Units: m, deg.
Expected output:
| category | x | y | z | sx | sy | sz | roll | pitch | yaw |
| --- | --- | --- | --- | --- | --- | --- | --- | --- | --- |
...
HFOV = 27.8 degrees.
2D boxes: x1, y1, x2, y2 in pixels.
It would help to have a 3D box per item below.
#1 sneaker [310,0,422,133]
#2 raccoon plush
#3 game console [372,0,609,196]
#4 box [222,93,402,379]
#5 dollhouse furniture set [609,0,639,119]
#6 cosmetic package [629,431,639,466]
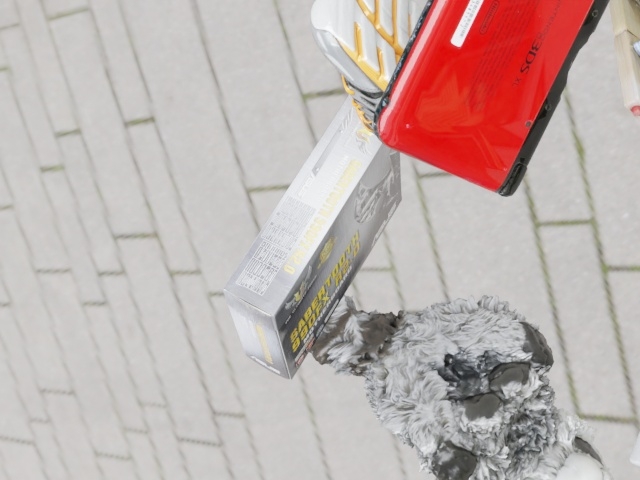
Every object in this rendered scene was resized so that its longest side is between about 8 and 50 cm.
| category | x | y | z | sx | sy | sz | roll | pitch | yaw |
| --- | --- | --- | --- | --- | --- | --- | --- | --- | --- |
| sneaker | 0.055 | -0.107 | 0.910 | 0.083 | 0.215 | 0.084 | -15 | 61 | 34 |
| raccoon plush | 0.180 | 0.201 | 1.617 | 0.446 | 0.216 | 0.299 | 42 | 171 | 47 |
| game console | 0.087 | -0.103 | 0.630 | 0.144 | 0.124 | 0.085 | -65 | 29 | 9 |
| box | 0.000 | 0.000 | 1.231 | 0.056 | 0.231 | 0.183 | 27 | 160 | 14 |
| dollhouse furniture set | 0.208 | -0.167 | 0.777 | 0.129 | 0.184 | 0.129 | -34 | 40 | 37 |
| cosmetic package | 0.410 | 0.195 | 1.161 | 0.231 | 0.117 | 0.085 | 23 | 174 | -1 |
